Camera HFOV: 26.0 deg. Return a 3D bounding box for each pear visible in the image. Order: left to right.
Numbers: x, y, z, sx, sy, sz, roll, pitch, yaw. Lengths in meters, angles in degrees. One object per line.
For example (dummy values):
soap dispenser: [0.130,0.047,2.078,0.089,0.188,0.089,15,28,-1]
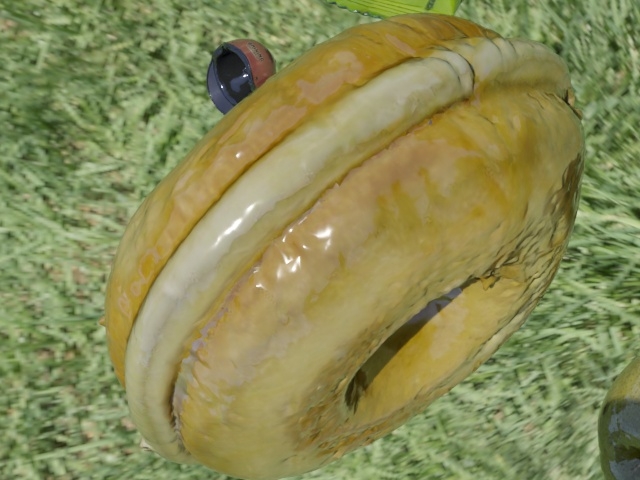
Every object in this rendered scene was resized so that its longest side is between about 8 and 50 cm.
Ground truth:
pear: [0.444,0.227,1.675,0.188,0.211,0.228,10,121,41]

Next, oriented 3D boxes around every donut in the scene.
donut: [0.021,0.017,1.055,0.449,0.449,0.198,-46,69,12]

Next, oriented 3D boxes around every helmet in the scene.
helmet: [-0.069,-0.157,1.301,0.065,0.049,0.084,58,147,7]

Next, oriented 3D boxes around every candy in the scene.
candy: [0.124,-0.294,1.474,0.149,0.246,0.069,18,137,30]
